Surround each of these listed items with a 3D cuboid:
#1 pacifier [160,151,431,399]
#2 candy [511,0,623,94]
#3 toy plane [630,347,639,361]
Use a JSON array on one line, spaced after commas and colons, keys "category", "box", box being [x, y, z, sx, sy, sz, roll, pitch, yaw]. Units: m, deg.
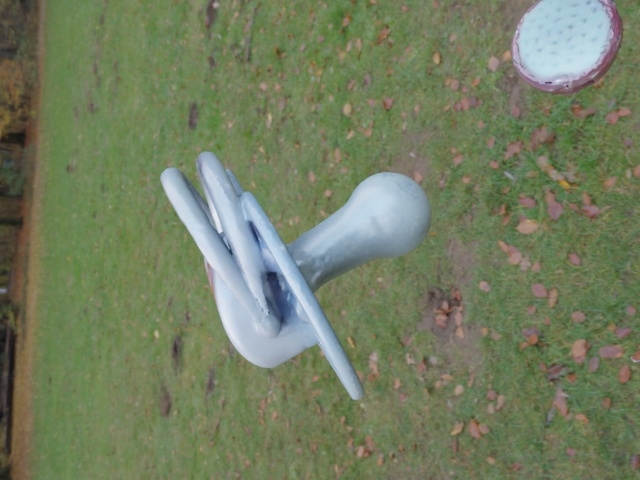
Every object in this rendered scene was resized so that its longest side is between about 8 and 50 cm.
[{"category": "pacifier", "box": [0.000, 0.000, 0.521, 0.244, 0.232, 0.299, 67, 169, -22]}, {"category": "candy", "box": [0.246, -0.199, 0.538, 0.103, 0.043, 0.103, 1, 92, 34]}, {"category": "toy plane", "box": [0.531, 0.147, 0.720, 0.189, 0.130, 0.061, -14, 110, 58]}]
